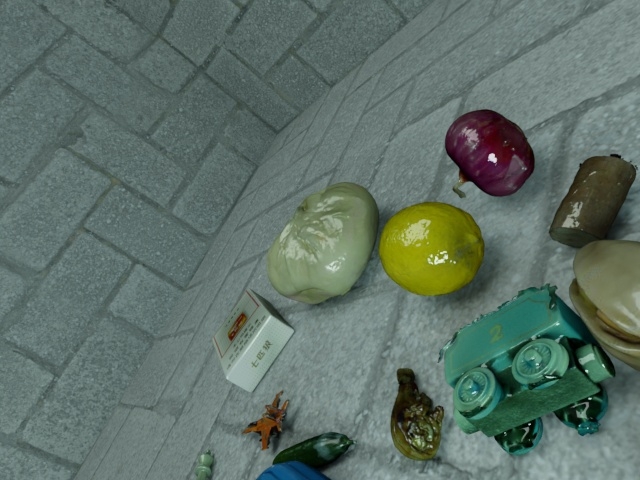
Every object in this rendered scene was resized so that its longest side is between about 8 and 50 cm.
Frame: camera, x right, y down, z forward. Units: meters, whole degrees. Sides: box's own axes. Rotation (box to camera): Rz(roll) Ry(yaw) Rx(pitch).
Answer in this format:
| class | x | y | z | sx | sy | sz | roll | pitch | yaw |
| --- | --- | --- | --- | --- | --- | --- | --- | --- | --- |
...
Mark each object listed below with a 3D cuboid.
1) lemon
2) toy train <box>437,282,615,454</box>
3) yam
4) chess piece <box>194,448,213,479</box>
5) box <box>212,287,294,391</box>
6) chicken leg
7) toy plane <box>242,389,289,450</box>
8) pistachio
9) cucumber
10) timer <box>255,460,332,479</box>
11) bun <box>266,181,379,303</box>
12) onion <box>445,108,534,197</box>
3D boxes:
| class | x | y | z | sx | sy | sz | roll | pitch | yaw |
| --- | --- | --- | --- | --- | --- | --- | --- | --- | --- |
| lemon | 0.201 | 0.016 | 0.878 | 0.193 | 0.180 | 0.180 | 6 | 57 | 33 |
| toy train | 0.256 | 0.164 | 0.616 | 0.203 | 0.112 | 0.163 | -38 | 18 | 30 |
| yam | 0.397 | -0.054 | 0.702 | 0.127 | 0.084 | 0.084 | -61 | 22 | -10 |
| chess piece | -0.293 | 0.584 | 1.205 | 0.059 | 0.059 | 0.149 | -47 | 14 | 17 |
| box | -0.214 | 0.285 | 1.448 | 0.210 | 0.095 | 0.330 | -55 | 19 | -5 |
| chicken leg | 0.149 | 0.262 | 0.759 | 0.093 | 0.070 | 0.178 | -41 | 13 | 16 |
| toy plane | -0.125 | 0.422 | 1.101 | 0.188 | 0.062 | 0.135 | -53 | 15 | 44 |
| pistachio | 0.359 | 0.071 | 0.521 | 0.153 | 0.126 | 0.223 | -11 | 23 | -8 |
| cucumber | -0.022 | 0.400 | 0.905 | 0.250 | 0.056 | 0.056 | -39 | 25 | 36 |
| timer | -0.074 | 0.526 | 0.736 | 0.339 | 0.115 | 0.309 | -61 | 19 | -20 |
| bun | 0.000 | 0.000 | 1.274 | 0.361 | 0.213 | 0.361 | -47 | 19 | 22 |
| onion | 0.314 | -0.163 | 0.904 | 0.154 | 0.177 | 0.177 | -23 | 26 | 5 |
